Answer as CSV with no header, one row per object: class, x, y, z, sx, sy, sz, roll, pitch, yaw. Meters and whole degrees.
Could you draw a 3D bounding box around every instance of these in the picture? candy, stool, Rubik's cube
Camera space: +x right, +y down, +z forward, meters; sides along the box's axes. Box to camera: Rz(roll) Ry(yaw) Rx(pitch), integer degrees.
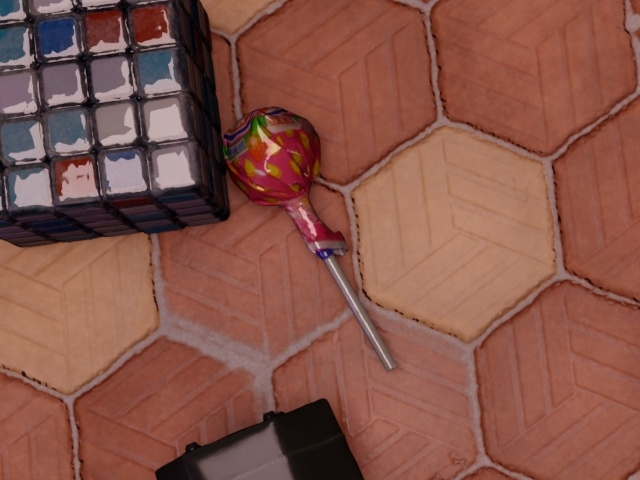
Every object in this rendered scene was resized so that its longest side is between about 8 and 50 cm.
candy,0.000,0.000,1.910,0.124,0.124,0.365,-31,87,1
stool,-0.072,0.286,1.829,0.232,0.232,0.141,-22,81,2
Rubik's cube,-0.278,-0.158,1.852,0.292,0.293,0.286,-8,83,5
